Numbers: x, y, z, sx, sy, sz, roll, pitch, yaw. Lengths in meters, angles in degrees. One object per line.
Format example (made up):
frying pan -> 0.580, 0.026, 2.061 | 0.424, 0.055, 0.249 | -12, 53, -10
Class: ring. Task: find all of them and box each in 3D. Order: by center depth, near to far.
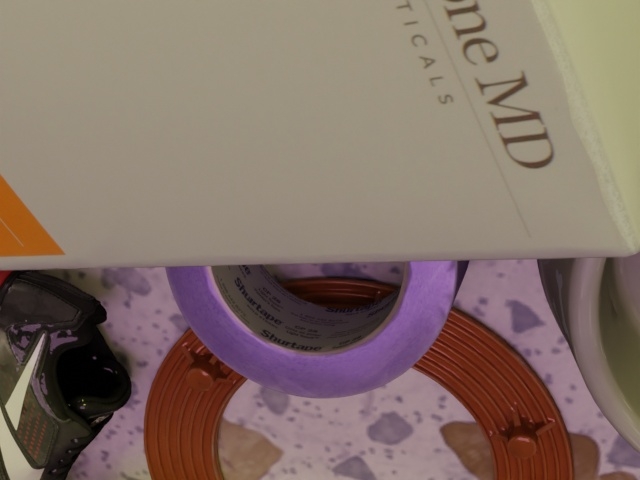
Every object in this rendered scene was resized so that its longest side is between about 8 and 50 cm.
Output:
ring -> 0.023, 0.181, 0.845 | 0.336, 0.032, 0.337 | 5, 118, 10

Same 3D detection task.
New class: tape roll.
tape roll -> 0.000, 0.000, 0.709 | 0.189, 0.080, 0.189 | 4, 108, 13

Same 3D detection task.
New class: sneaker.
sneaker -> -0.213, 0.141, 0.835 | 0.135, 0.098, 0.276 | 11, 118, 8

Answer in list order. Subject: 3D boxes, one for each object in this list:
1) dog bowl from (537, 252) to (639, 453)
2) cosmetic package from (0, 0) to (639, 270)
dog bowl -> 0.304, 0.019, 0.661 | 0.348, 0.102, 0.349 | 5, 118, 9
cosmetic package -> -0.077, -0.117, 0.532 | 0.453, 0.161, 0.230 | -3, 132, 36
